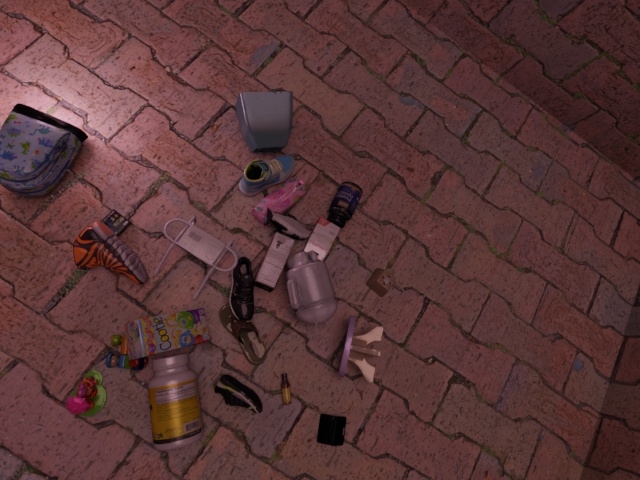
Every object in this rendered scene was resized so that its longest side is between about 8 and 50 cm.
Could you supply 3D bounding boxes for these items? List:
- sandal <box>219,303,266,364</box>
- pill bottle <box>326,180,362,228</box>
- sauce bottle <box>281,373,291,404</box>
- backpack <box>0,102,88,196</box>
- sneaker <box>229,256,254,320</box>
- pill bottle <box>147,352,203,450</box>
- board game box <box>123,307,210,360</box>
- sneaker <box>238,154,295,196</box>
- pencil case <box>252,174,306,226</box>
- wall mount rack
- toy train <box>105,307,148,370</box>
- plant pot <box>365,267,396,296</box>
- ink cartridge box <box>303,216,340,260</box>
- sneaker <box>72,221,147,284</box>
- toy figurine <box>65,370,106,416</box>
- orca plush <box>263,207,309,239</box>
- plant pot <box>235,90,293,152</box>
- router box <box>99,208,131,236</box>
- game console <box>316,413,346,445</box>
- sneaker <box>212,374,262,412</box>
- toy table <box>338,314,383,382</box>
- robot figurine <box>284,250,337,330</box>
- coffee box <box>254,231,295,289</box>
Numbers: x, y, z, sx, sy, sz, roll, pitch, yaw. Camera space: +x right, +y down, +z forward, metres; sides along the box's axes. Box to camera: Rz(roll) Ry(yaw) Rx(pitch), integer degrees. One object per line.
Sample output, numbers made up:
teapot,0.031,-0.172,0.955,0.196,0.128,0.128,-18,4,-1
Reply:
sandal,-0.329,0.405,1.759,0.120,0.086,0.302,-34,86,-20
pill bottle,0.118,-0.176,2.003,0.123,0.123,0.219,28,71,-7
sauce bottle,-0.153,0.657,1.768,0.042,0.042,0.128,-3,79,-16
backpack,-1.193,-0.360,1.654,0.290,0.273,0.355,23,84,-15
sneaker,-0.341,0.207,1.751,0.107,0.124,0.283,0,63,-24
pill bottle,-0.578,0.629,1.585,0.188,0.188,0.333,-7,78,-16
board game box,-0.611,0.371,1.602,0.275,0.142,0.144,-4,76,-46
sneaker,-0.238,-0.339,1.904,0.319,0.208,0.127,-38,87,-20
pencil case,-0.193,-0.191,1.927,0.284,0.124,0.124,-42,90,-19
wall mount rack,-0.556,0.074,1.767,0.350,0.130,0.304,33,67,-5
toy train,-0.787,0.402,1.640,0.144,0.105,0.247,0,76,-1
plant pot,0.309,0.202,1.975,0.109,0.096,0.109,39,70,-2
ink cartridge box,0.000,0.000,1.958,0.115,0.067,0.198,30,70,-6
sneaker,-0.893,0.091,1.683,0.180,0.124,0.321,-39,100,-1
toy figurine,-0.900,0.591,1.524,0.130,0.159,0.173,10,74,-12
orca plush,-0.177,-0.050,1.870,0.102,0.287,0.151,-36,67,22
plant pot,-0.267,-0.563,1.944,0.248,0.247,0.252,-7,96,-17
router box,-0.909,-0.063,1.747,0.092,0.038,0.122,39,70,-4
game console,0.052,0.848,1.792,0.107,0.071,0.122,23,70,-40
sneaker,-0.355,0.669,1.707,0.235,0.084,0.097,40,94,-2
toy table,0.184,0.492,1.806,0.161,0.252,0.274,13,85,5
robot figurine,-0.043,0.228,1.819,0.300,0.200,0.353,-7,76,-51
coffee box,-0.218,0.102,1.837,0.098,0.141,0.246,24,73,-8
